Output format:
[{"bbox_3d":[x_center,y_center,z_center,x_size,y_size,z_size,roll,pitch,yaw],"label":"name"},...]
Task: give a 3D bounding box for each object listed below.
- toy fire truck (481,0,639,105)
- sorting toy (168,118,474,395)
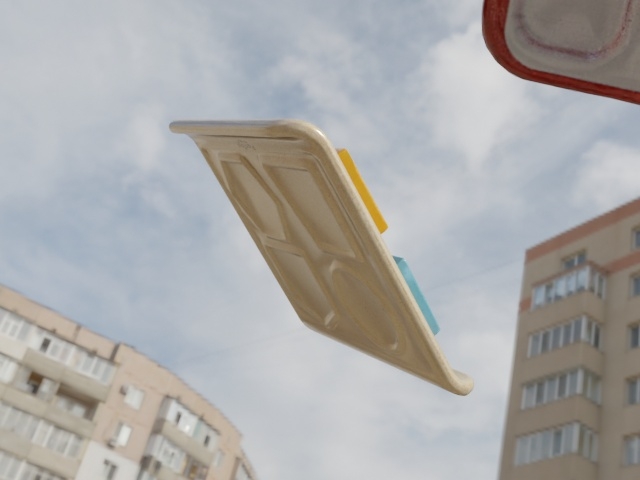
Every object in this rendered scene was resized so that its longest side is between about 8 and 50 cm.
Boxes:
[{"bbox_3d":[0.209,-0.135,0.241,0.302,0.169,0.254,18,-59,21],"label":"toy fire truck"},{"bbox_3d":[0.000,0.000,0.582,0.208,0.038,0.193,56,-19,-22],"label":"sorting toy"}]
